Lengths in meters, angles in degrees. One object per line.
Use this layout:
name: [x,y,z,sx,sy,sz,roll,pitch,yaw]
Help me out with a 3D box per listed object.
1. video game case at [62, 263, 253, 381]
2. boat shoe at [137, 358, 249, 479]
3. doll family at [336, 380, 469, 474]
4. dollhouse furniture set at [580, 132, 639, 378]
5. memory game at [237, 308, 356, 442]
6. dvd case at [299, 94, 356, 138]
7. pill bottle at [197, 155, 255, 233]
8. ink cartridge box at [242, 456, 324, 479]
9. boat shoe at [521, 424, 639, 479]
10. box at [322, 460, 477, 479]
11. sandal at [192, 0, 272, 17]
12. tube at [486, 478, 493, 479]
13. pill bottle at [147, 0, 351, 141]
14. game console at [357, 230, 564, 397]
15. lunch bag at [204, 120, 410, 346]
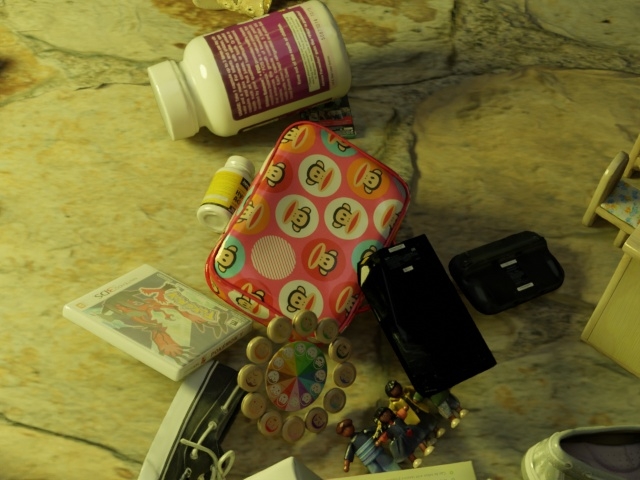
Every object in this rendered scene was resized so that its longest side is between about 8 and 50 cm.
video game case: [-0.225,0.109,1.533,0.201,0.023,0.183,26,29,20]
boat shoe: [-0.168,0.289,1.433,0.104,0.113,0.306,20,42,2]
doll family: [0.106,0.249,1.496,0.111,0.076,0.193,47,59,2]
dollhouse furniture set: [0.571,-0.008,1.591,0.362,0.256,0.394,35,61,17]
memory game: [-0.030,0.185,1.487,0.186,0.186,0.012,-34,25,-23]
dvd case: [0.007,-0.217,1.833,0.087,0.013,0.119,-6,58,-8]
pill bottle: [-0.143,-0.073,1.697,0.065,0.065,0.116,16,57,6]
ink cartridge box: [-0.126,0.416,1.178,0.384,0.279,0.160,-26,57,8]
boat shoe: [0.429,0.297,1.455,0.320,0.103,0.118,6,54,-15]
box: [0.105,0.419,1.361,0.213,0.117,0.243,-6,57,-8]
sandal: [-0.100,-0.430,1.920,0.240,0.088,0.079,-12,52,-17]
tube: [0.318,0.390,1.435,0.240,0.062,0.070,22,92,6]
pill bottle: [-0.116,-0.266,1.757,0.301,0.169,0.169,-20,60,-10]
game console: [0.227,0.078,1.583,0.361,0.044,0.213,-17,73,-37]
lunch bag: [0.000,0.000,1.586,0.258,0.120,0.293,31,72,-2]
